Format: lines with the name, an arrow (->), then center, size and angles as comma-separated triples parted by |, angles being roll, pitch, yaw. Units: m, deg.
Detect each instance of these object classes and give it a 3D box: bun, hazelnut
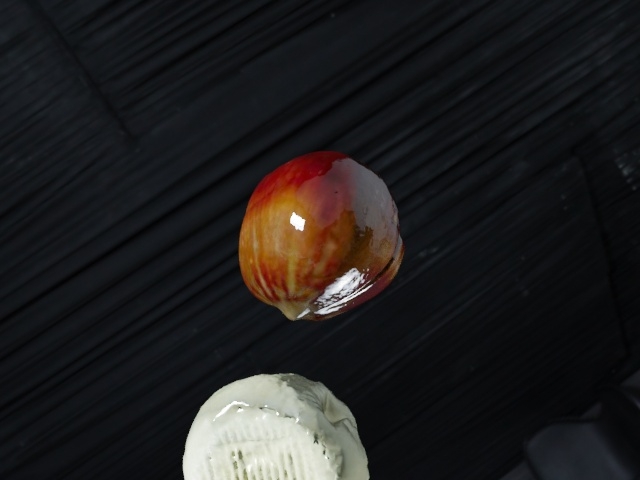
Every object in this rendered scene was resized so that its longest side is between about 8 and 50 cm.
bun -> -0.078, 0.407, 1.474 | 0.359, 0.360, 0.211 | 55, -157, 3
hazelnut -> 0.000, 0.000, 0.980 | 0.229, 0.230, 0.229 | 55, 174, 8
